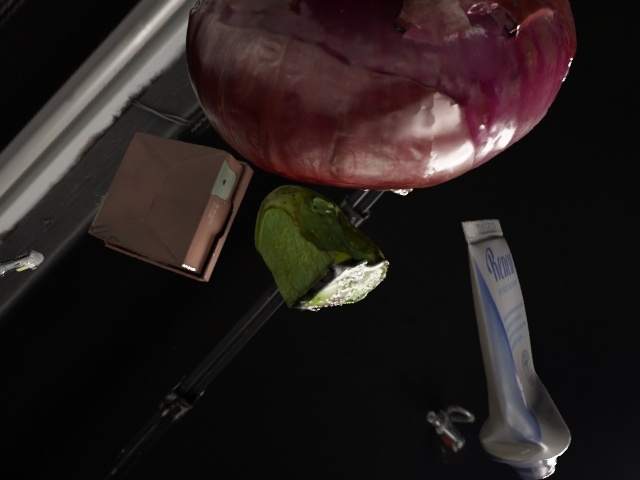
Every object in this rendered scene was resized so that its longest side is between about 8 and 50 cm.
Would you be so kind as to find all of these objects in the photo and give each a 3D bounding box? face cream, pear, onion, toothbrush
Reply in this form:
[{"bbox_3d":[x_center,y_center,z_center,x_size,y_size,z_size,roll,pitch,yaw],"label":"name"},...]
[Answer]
[{"bbox_3d":[0.304,0.172,0.800,0.137,0.234,0.420,-13,-94,33],"label":"face cream"},{"bbox_3d":[0.000,0.000,0.983,0.164,0.238,0.255,-47,-118,26],"label":"pear"},{"bbox_3d":[0.050,-0.157,0.478,0.347,0.348,0.285,-3,-46,3],"label":"onion"},{"bbox_3d":[-0.512,0.051,0.730,0.042,0.413,0.035,-30,-82,-6],"label":"toothbrush"}]

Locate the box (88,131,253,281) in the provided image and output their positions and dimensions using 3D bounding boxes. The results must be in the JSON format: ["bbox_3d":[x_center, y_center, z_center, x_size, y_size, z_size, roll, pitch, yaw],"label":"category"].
[{"bbox_3d":[-0.253,-0.064,0.828,0.215,0.086,0.215,17,-101,20],"label":"box"}]
